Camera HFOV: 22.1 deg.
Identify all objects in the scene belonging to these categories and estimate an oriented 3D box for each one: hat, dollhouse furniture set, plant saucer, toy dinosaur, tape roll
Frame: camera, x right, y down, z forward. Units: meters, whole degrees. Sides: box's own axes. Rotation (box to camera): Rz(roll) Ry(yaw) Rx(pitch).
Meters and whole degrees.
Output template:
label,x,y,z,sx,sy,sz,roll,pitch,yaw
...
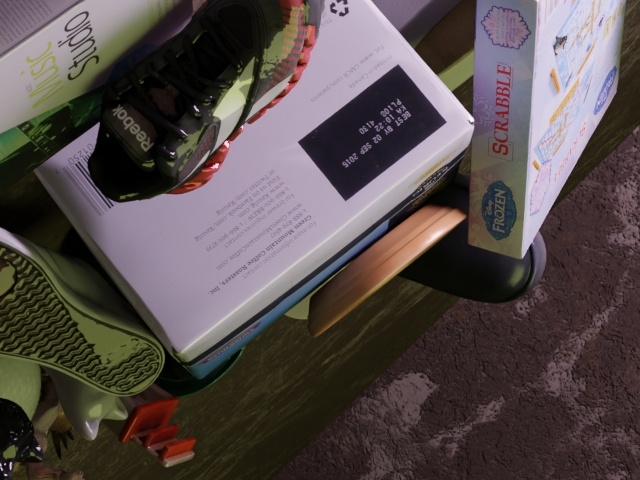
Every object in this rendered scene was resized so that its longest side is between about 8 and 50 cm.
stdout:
label,x,y,z,sx,sy,sz,roll,pitch,yaw
hat,-0.212,0.098,2.223,0.173,0.183,0.208,-30,-147,9
dollhouse furniture set,-0.171,0.134,2.038,0.259,0.135,0.262,-63,159,15
plant saucer,0.061,0.024,1.666,0.200,0.037,0.200,-39,177,-2
toy dinosaur,-0.409,0.262,2.041,0.295,0.127,0.200,-23,-167,-9
tape roll,0.148,-0.265,1.856,0.392,0.072,0.392,-37,167,-10

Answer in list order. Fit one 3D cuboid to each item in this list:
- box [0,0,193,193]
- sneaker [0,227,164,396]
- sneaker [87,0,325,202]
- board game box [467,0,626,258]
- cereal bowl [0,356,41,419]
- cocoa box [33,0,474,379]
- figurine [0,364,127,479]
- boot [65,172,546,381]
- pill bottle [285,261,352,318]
label,x,y,z,sx,sy,sz,roll,pitch,yaw
box,-0.240,-0.118,1.273,0.322,0.058,0.232,-36,168,-11
sneaker,-0.281,0.049,1.547,0.106,0.123,0.290,-47,129,6
sneaker,-0.100,-0.121,1.316,0.135,0.097,0.276,-29,166,-51
board game box,0.240,-0.200,1.679,0.319,0.066,0.318,-54,152,-42
cereal bowl,-0.434,0.223,1.754,0.339,0.141,0.339,-37,167,-10
cocoa box,-0.060,-0.064,1.579,0.347,0.231,0.228,-38,171,-6
figurine,-0.304,0.125,1.606,0.092,0.209,0.215,-46,166,32
boot,-0.014,0.031,1.831,0.445,0.367,0.146,-26,132,-46
pill bottle,0.000,0.000,2.098,0.117,0.117,0.215,-51,-171,43
